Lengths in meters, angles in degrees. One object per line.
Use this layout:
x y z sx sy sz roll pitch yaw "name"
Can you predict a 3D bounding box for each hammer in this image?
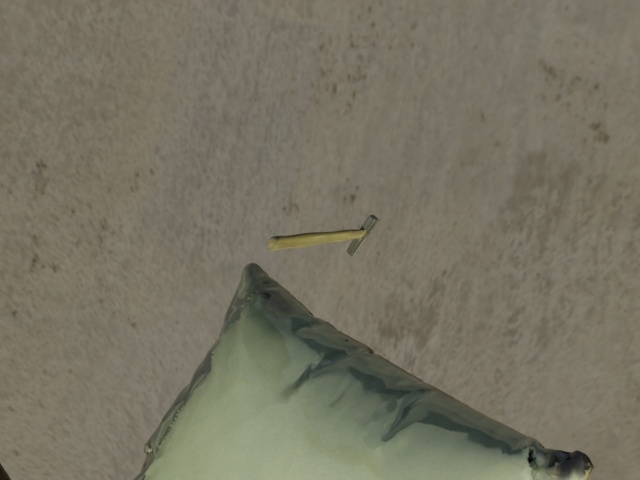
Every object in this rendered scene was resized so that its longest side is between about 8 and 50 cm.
0.000 0.000 1.239 0.013 0.199 0.062 45 117 24 "hammer"

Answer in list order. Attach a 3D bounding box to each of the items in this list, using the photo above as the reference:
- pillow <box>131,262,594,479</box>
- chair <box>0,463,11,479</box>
-0.024 0.202 0.689 0.310 0.119 0.312 30 91 43 "pillow"
-0.346 0.194 0.800 0.416 0.203 0.240 -7 27 32 "chair"
